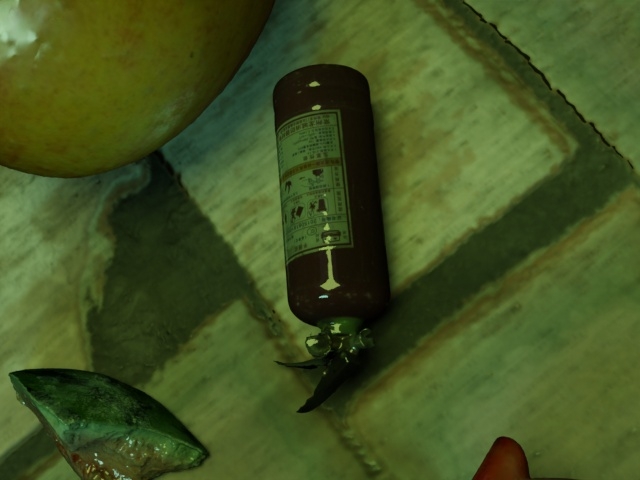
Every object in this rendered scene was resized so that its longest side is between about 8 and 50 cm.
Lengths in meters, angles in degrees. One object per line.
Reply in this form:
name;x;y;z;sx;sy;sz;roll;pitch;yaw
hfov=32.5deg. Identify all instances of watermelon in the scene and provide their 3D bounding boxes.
watermelon;-0.174;0.125;0.774;0.155;0.101;0.080;42;100;36

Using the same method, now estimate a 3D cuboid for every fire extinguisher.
fire extinguisher;0.000;0.000;0.760;0.099;0.071;0.231;-22;64;42

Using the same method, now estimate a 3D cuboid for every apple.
apple;-0.177;-0.198;0.775;0.299;0.299;0.275;42;117;26

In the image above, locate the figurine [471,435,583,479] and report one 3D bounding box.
figurine;0.130;0.213;0.582;0.173;0.173;0.173;-6;70;18
